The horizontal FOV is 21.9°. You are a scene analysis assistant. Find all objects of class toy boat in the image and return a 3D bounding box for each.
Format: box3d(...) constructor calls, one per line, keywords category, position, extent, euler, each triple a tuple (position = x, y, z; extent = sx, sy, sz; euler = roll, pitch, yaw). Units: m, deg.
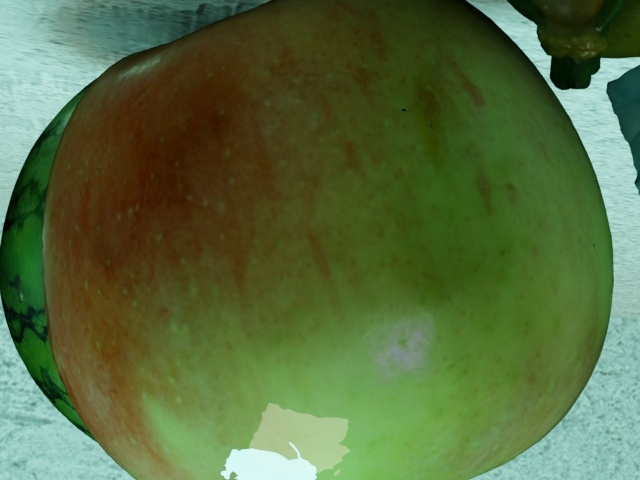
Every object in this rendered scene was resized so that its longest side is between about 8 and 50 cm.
box3d(category="toy boat", position=(0.103, -0.139, 0.773), extent=(0.089, 0.088, 0.229), euler=(5, 171, 22))

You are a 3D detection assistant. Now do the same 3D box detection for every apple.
box3d(category="apple", position=(0.000, 0.000, 0.903), extent=(0.319, 0.277, 0.319), euler=(-11, -179, 0))

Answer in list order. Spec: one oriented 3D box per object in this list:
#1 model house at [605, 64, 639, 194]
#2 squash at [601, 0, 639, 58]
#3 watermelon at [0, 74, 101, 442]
box3d(category="model house", position=(0.353, -0.030, 0.967), extent=(0.241, 0.226, 0.261), euler=(-34, 149, 33))
box3d(category="squash", position=(0.183, -0.126, 0.867), extent=(0.066, 0.066, 0.201), euler=(12, 172, -21))
box3d(category="watermelon", position=(-0.070, 0.014, 1.232), extent=(0.363, 0.363, 0.363), euler=(9, 173, 1))
